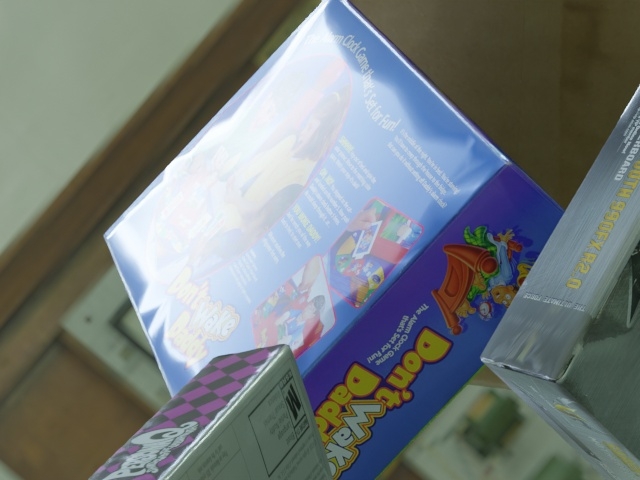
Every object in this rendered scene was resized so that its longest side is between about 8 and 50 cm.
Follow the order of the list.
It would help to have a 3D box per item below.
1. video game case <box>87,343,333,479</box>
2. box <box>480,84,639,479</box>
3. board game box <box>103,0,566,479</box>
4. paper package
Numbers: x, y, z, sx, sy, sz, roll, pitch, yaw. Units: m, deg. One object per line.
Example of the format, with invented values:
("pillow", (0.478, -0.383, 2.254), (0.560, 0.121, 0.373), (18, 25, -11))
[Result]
("video game case", (-0.034, 0.172, 0.698), (0.042, 0.210, 0.232), (-11, 13, 20))
("box", (0.200, 0.047, 0.958), (0.056, 0.231, 0.183), (13, 65, 50))
("board game box", (0.000, 0.000, 1.163), (0.233, 0.078, 0.347), (-46, 26, 7))
("paper package", (0.167, -0.054, 1.475), (0.168, 0.310, 0.324), (-26, -62, -61))
